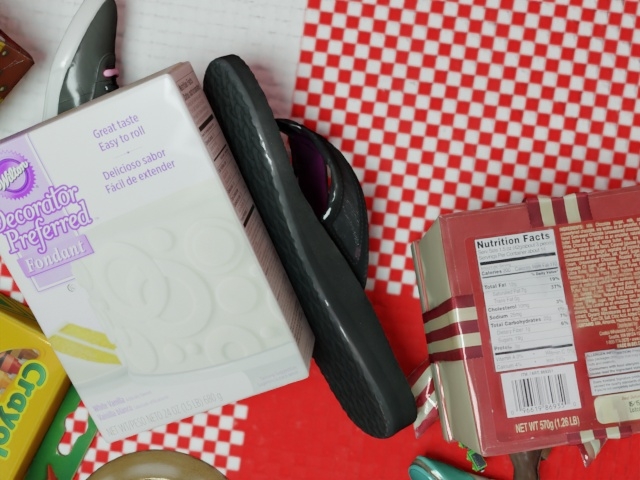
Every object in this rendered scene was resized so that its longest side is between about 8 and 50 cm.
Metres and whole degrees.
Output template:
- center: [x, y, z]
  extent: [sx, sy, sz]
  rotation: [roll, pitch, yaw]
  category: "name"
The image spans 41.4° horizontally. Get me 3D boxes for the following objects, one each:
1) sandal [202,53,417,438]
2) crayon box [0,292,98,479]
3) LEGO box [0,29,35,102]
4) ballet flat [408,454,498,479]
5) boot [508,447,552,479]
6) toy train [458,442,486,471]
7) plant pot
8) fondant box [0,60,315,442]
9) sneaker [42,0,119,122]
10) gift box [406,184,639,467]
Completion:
- center: [0.000, 0.001, 0.931]
  extent: [0.107, 0.167, 0.446]
  rotation: [-29, 100, -23]
  category: "sandal"
- center: [-0.405, 0.157, 0.965]
  extent: [0.318, 0.081, 0.202]
  rotation: [27, 93, -1]
  category: "crayon box"
- center: [-0.609, -0.137, 0.859]
  extent: [0.372, 0.193, 0.500]
  rotation: [42, 93, 12]
  category: "LEGO box"
- center: [0.197, 0.329, 0.974]
  extent: [0.087, 0.083, 0.247]
  rotation: [-36, 92, -22]
  category: "ballet flat"
- center: [0.201, 0.230, 0.961]
  extent: [0.114, 0.037, 0.106]
  rotation: [42, 49, -4]
  category: "boot"
- center: [0.165, 0.227, 0.972]
  extent: [0.017, 0.024, 0.083]
  rotation: [-27, 67, -6]
  category: "toy train"
- center: [-0.194, 0.366, 0.997]
  extent: [0.236, 0.032, 0.236]
  rotation: [0, 94, 1]
  category: "plant pot"
- center: [-0.178, 0.019, 0.864]
  extent: [0.238, 0.096, 0.330]
  rotation: [-20, 106, 11]
  category: "fondant box"
- center: [-0.229, -0.119, 0.940]
  extent: [0.146, 0.104, 0.296]
  rotation: [16, 99, -2]
  category: "sneaker"
- center: [0.219, 0.103, 0.860]
  extent: [0.255, 0.258, 0.276]
  rotation: [-4, 83, 0]
  category: "gift box"
